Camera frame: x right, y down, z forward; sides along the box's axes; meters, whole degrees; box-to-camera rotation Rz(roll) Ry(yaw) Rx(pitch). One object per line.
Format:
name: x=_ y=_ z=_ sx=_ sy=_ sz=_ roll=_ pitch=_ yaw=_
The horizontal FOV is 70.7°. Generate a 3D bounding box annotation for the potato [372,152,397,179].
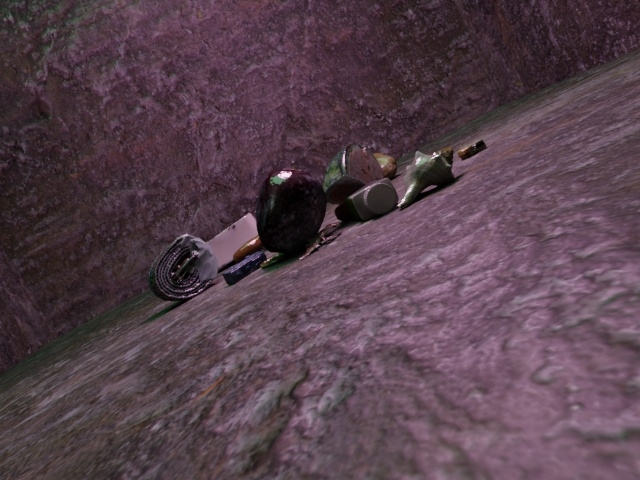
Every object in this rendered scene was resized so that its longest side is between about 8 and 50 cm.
potato: x=0.284 y=-0.356 z=2.257 sx=0.235 sy=0.160 sz=0.178 roll=5 pitch=69 yaw=51

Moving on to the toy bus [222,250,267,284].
toy bus: x=-0.245 y=0.088 z=1.490 sx=0.065 sy=0.047 sz=0.166 roll=-13 pitch=17 yaw=45

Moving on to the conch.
conch: x=0.283 y=-0.184 z=1.255 sx=0.233 sy=0.114 sz=0.137 roll=-33 pitch=-6 yaw=2

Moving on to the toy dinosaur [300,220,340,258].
toy dinosaur: x=-0.001 y=-0.001 z=1.295 sx=0.108 sy=0.032 sz=0.220 roll=-15 pitch=23 yaw=44

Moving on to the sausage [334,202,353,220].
sausage: x=0.089 y=-0.098 z=1.531 sx=0.094 sy=0.059 sz=0.054 roll=-18 pitch=30 yaw=36

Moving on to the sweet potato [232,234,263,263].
sweet potato: x=-0.207 y=-0.029 z=1.936 sx=0.385 sy=0.109 sz=0.109 roll=-29 pitch=7 yaw=-3

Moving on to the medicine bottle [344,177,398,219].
medicine bottle: x=0.157 y=-0.124 z=1.345 sx=0.131 sy=0.088 sz=0.188 roll=-28 pitch=8 yaw=-4

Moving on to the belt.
belt: x=-0.500 y=0.105 z=1.656 sx=0.150 sy=0.207 sz=0.258 roll=-15 pitch=31 yaw=55

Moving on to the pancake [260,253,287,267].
pancake: x=-0.145 y=0.059 z=1.447 sx=0.107 sy=0.017 sz=0.108 roll=-24 pitch=11 yaw=5

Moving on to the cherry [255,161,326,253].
cherry: x=-0.092 y=-0.101 z=1.398 sx=0.217 sy=0.297 sz=0.255 roll=13 pitch=-8 yaw=1

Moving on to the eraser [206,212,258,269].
eraser: x=-0.428 y=0.018 z=2.151 sx=0.331 sy=0.150 sz=0.331 roll=-35 pitch=7 yaw=5

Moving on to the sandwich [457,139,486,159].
sandwich: x=0.525 y=-0.317 z=1.569 sx=0.093 sy=0.036 sz=0.105 roll=-21 pitch=11 yaw=37

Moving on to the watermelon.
watermelon: x=0.105 y=-0.209 z=1.508 sx=0.180 sy=0.224 sz=0.305 roll=29 pitch=11 yaw=31

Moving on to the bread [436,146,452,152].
bread: x=0.532 y=-0.374 z=1.950 sx=0.087 sy=0.034 sz=0.049 roll=-23 pitch=-7 yaw=0
